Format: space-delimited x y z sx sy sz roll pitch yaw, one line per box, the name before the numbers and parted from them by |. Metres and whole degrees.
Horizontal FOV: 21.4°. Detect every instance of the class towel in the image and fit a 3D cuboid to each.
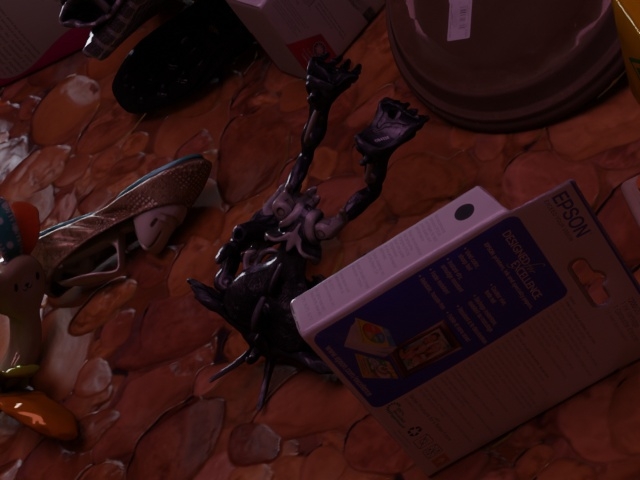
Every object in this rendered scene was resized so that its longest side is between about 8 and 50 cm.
towel | -0.137 -0.302 1.694 0.235 0.121 0.284 -25 13 22

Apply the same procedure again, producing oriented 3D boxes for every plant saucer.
plant saucer | 0.166 -0.230 1.452 0.277 0.041 0.278 -11 71 34

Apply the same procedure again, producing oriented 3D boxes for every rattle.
rattle | -0.255 0.061 1.497 0.142 0.130 0.200 3 63 49

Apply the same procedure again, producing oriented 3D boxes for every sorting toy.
sorting toy | 0.261 -0.048 1.309 0.062 0.012 0.083 -29 41 12

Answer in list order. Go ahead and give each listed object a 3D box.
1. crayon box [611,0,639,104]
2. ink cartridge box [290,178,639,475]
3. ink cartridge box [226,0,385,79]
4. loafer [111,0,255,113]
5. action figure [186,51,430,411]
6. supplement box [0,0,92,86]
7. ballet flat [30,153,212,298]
crayon box | 0.415 -0.120 1.118 0.363 0.106 0.313 -20 38 2
ink cartridge box | 0.115 0.056 1.174 0.208 0.206 0.045 -30 44 10
ink cartridge box | -0.001 -0.244 1.613 0.150 0.109 0.063 -50 40 -13
loafer | -0.112 -0.202 1.697 0.223 0.076 0.078 -36 0 18
action figure | 0.000 0.000 1.366 0.164 0.141 0.276 32 115 22
supplement box | -0.325 -0.264 1.874 0.220 0.111 0.114 -23 42 18
ballet flat | -0.181 -0.006 1.576 0.206 0.073 0.067 -29 68 16
